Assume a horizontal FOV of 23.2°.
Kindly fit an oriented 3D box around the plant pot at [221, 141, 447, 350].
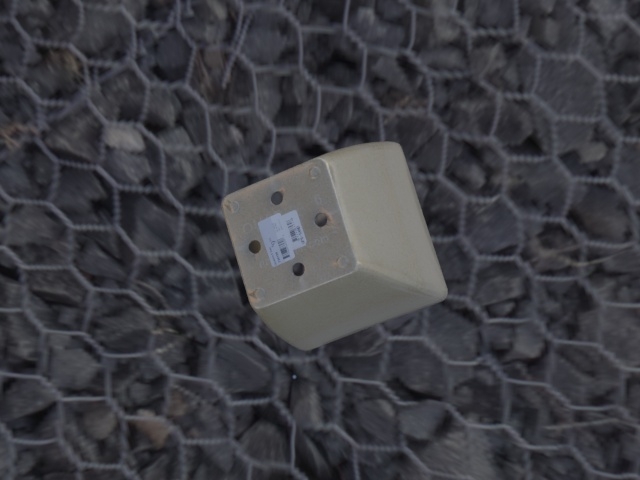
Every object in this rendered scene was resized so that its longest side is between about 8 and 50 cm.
[{"bbox_3d":[0.000,0.000,0.962,0.109,0.096,0.109,-22,77,20],"label":"plant pot"}]
